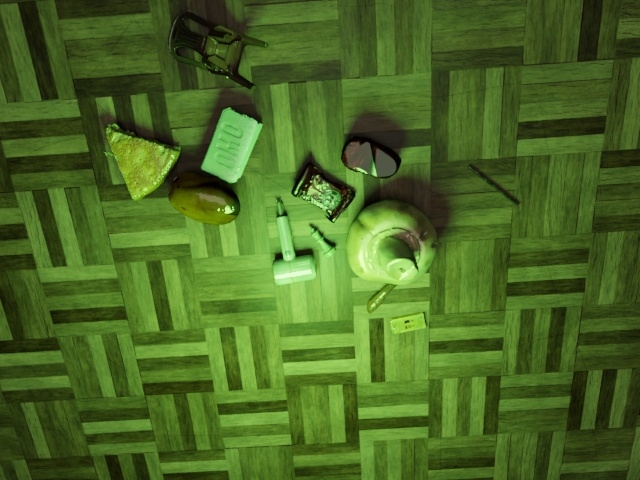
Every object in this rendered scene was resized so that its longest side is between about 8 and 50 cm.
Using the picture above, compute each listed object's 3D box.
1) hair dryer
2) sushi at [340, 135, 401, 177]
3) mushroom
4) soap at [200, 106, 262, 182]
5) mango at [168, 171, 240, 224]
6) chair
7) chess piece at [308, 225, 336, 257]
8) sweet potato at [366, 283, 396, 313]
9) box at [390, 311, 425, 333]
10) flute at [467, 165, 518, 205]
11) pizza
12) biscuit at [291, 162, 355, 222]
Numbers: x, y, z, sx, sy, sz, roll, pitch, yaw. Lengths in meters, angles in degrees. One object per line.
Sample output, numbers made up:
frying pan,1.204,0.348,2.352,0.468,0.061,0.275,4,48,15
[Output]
hair dryer,-0.127,-0.001,1.856,0.172,0.107,0.358,-10,102,1
sushi,0.190,-0.311,1.732,0.224,0.126,0.137,20,109,-1
mushroom,0.268,0.038,1.769,0.353,0.353,0.325,46,134,-14
soap,-0.334,-0.360,1.728,0.150,0.094,0.262,24,107,-8
mango,-0.444,-0.158,1.763,0.286,0.153,0.202,14,114,-4
chair,-0.370,-0.672,1.613,0.326,0.183,0.176,36,113,36
chess piece,0.000,0.000,1.871,0.059,0.059,0.149,-38,101,12
sweet potato,0.270,0.228,1.952,0.050,0.050,0.214,40,102,-12
box,0.384,0.363,2.010,0.148,0.020,0.073,-11,109,4
flute,0.687,-0.216,1.817,0.269,0.014,0.014,34,106,-11
pizza,-0.698,-0.339,1.751,0.279,0.075,0.288,-38,103,8
biscuit,0.008,-0.185,1.802,0.235,0.063,0.151,33,106,-13
